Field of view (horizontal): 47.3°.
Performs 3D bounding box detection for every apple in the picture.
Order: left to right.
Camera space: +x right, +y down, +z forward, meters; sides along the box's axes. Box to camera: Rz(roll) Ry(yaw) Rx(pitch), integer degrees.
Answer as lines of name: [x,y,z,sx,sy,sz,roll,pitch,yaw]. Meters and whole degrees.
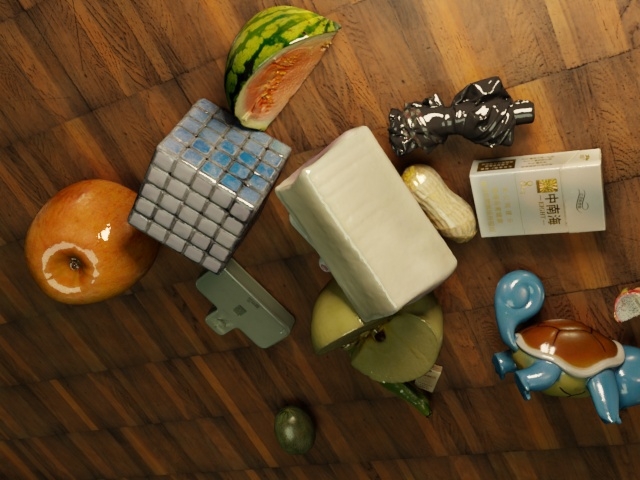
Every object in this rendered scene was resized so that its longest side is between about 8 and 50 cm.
apple: [-0.546,0.010,1.748,0.298,0.275,0.299,8,123,13]
apple: [0.123,0.170,1.643,0.295,0.234,0.258,18,149,-16]

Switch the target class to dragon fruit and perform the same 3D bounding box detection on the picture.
dragon fruit: [0.649,0.128,1.530,0.083,0.056,0.060,-35,87,30]

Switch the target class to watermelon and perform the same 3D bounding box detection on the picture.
watermelon: [-0.112,-0.330,1.408,0.159,0.128,0.303,37,130,-10]

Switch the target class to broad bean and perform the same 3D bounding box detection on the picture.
broad bean: [0.180,0.361,1.875,0.318,0.056,0.098,46,153,-16]

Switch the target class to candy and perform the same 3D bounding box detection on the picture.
candy: [0.096,-0.030,1.451,0.359,0.208,0.145,56,152,-6]

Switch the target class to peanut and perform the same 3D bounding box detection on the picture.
peanut: [0.245,-0.075,1.501,0.206,0.087,0.087,45,128,-15]

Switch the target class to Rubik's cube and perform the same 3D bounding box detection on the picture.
Rubik's cube: [-0.233,-0.117,1.551,0.236,0.237,0.238,31,131,-3]

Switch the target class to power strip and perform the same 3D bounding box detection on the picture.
power strip: [-0.215,0.175,1.885,0.193,0.059,0.265,-34,109,32]

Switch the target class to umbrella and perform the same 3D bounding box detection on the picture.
umbrella: [0.260,-0.228,1.369,0.272,0.122,0.110,-5,168,19]

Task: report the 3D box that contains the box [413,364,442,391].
box: [0.273,0.346,1.859,0.053,0.024,0.083,19,129,6]

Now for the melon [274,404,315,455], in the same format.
melon: [-0.073,0.544,2.087,0.114,0.114,0.167,-5,125,24]

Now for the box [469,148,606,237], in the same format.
box: [0.427,-0.090,1.433,0.242,0.067,0.155,-4,126,24]

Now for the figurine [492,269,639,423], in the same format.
figurine: [0.520,0.261,1.596,0.416,0.243,0.298,34,174,-3]

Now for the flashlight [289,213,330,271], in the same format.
flashlight: [0.000,0.000,1.677,0.093,0.047,0.200,-24,116,34]
